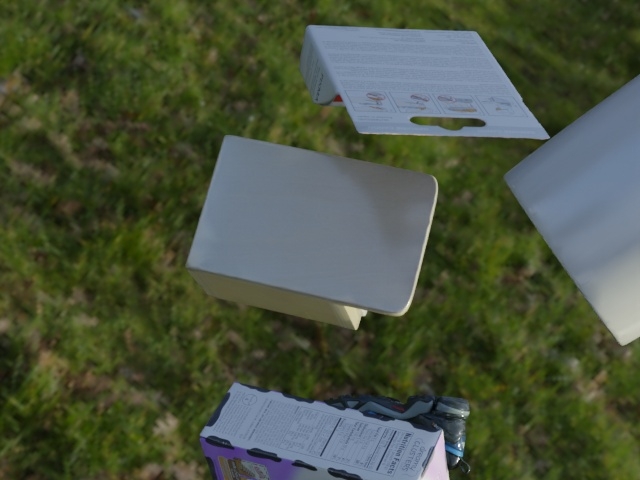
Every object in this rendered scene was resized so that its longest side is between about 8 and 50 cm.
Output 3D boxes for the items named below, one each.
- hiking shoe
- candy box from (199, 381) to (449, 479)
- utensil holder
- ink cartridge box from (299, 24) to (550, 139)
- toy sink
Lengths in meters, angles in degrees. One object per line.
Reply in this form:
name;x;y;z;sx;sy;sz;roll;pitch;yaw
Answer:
hiking shoe;0.111;0.334;2.119;0.113;0.304;0.132;17;72;-55
candy box;0.012;0.219;1.051;0.196;0.165;0.070;10;44;23
utensil holder;0.500;-0.079;1.730;0.327;0.385;0.327;53;9;-12
ink cartridge box;0.093;-0.138;1.188;0.189;0.066;0.232;0;38;-14
toy sink;0.000;0.000;1.288;0.234;0.152;0.131;11;-16;12
